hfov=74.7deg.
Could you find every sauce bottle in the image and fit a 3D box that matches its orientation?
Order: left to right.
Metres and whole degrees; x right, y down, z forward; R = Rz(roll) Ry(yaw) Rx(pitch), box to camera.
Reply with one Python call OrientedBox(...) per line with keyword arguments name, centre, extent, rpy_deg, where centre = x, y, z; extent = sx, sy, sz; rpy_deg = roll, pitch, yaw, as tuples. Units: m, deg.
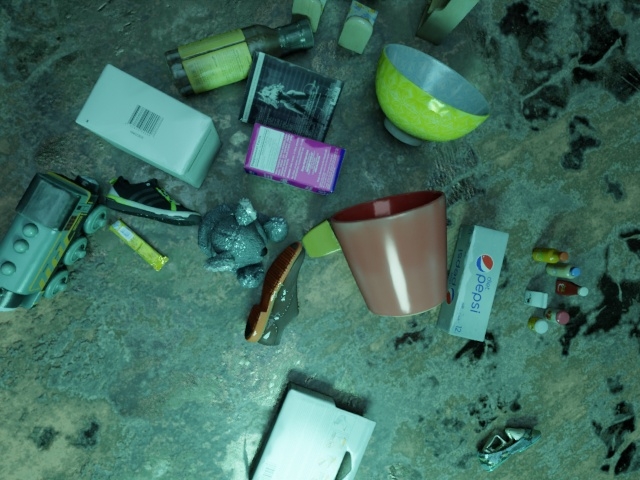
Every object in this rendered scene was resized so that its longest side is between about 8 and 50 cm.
OrientedBox(name="sauce bottle", centre=(-0.186, -0.443, 0.999), extent=(0.345, 0.111, 0.111), rpy_deg=(-19, 93, -6))

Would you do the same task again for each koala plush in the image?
OrientedBox(name="koala plush", centre=(-0.193, -0.002, 0.950), extent=(0.203, 0.221, 0.196), rpy_deg=(29, 88, -7))

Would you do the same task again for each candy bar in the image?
OrientedBox(name="candy bar", centre=(-0.444, 0.008, 1.021), extent=(0.161, 0.018, 0.040), rpy_deg=(42, 82, -6))

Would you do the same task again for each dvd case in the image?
OrientedBox(name="dvd case", centre=(-0.071, -0.337, 1.012), extent=(0.221, 0.018, 0.164), rpy_deg=(13, 117, -16))

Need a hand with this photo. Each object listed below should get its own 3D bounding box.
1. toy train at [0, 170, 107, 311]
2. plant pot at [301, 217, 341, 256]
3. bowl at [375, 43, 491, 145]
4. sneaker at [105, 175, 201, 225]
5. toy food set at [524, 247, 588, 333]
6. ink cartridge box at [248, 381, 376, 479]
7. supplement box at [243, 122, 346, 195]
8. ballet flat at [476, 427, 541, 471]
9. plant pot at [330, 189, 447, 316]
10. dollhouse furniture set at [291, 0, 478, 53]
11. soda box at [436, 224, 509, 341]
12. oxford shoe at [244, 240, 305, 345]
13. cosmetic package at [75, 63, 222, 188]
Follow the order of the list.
OrientedBox(name="toy train", centre=(-0.604, 0.001, 0.914), extent=(0.142, 0.190, 0.333), rpy_deg=(30, 87, -6))
OrientedBox(name="plant pot", centre=(0.000, 0.000, 1.049), extent=(0.083, 0.081, 0.081), rpy_deg=(-28, 94, 7))
OrientedBox(name="bowl", centre=(0.241, -0.325, 1.015), extent=(0.290, 0.289, 0.156), rpy_deg=(26, 129, -7))
OrientedBox(name="sneaker", centre=(-0.391, -0.100, 0.985), extent=(0.235, 0.084, 0.097), rpy_deg=(13, 80, 1))
OrientedBox(name="toy food set", centre=(0.628, 0.139, 1.115), extent=(0.111, 0.104, 0.232), rpy_deg=(7, 90, -7))
OrientedBox(name="ink cartridge box", centre=(-0.022, 0.533, 1.064), extent=(0.239, 0.060, 0.275), rpy_deg=(23, 88, -8))
OrientedBox(name="supplement box", centre=(-0.065, -0.192, 1.018), extent=(0.220, 0.111, 0.113), rpy_deg=(16, 90, -7))
OrientedBox(name="ballet flat", centre=(0.505, 0.546, 1.131), extent=(0.188, 0.070, 0.070), rpy_deg=(-29, 94, -9))
OrientedBox(name="plant pot", centre=(0.181, 0.030, 0.992), extent=(0.275, 0.275, 0.243), rpy_deg=(-16, 102, -7))
OrientedBox(name="dollhouse furniture set", centre=(0.172, -0.651, 0.967), extent=(0.394, 0.256, 0.362), rpy_deg=(21, 88, -7))
OrientedBox(name="soda box", centre=(0.393, 0.107, 1.092), extent=(0.098, 0.091, 0.286), rpy_deg=(13, 89, -6))
OrientedBox(name="oxford shoe", centre=(-0.092, 0.133, 1.042), extent=(0.098, 0.097, 0.271), rpy_deg=(24, 95, -24))
OrientedBox(name="cosmetic package", centre=(-0.355, -0.235, 0.923), extent=(0.224, 0.225, 0.138), rpy_deg=(27, 85, -7))
